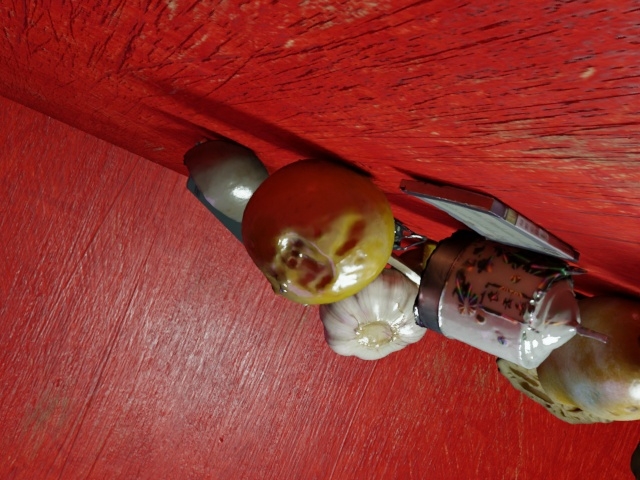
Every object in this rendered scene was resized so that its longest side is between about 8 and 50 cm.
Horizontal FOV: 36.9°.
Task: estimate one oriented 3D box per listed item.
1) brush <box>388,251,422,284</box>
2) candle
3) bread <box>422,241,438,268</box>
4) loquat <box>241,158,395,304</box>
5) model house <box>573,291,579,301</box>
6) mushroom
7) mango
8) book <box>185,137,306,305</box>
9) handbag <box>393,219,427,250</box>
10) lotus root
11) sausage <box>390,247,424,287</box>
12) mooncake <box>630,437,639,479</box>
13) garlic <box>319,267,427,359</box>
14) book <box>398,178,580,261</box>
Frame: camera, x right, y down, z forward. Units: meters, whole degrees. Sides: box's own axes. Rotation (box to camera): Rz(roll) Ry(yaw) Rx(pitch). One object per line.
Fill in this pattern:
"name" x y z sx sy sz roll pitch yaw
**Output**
"brush" 0.164 0.025 2.091 0.327 0.065 0.070 36 -172 -31
"candle" 0.317 0.105 1.522 0.330 0.187 0.187 21 177 35
"bread" 0.293 0.056 2.120 0.149 0.065 0.188 17 175 8
"loquat" -0.002 -0.018 1.452 0.243 0.244 0.244 23 178 1
"model house" 0.567 0.221 1.979 0.244 0.169 0.326 20 176 12
"mushroom" -0.158 -0.118 1.789 0.117 0.141 0.188 -18 144 23
"mango" 0.495 0.209 1.670 0.221 0.199 0.384 51 160 8
"book" -0.131 -0.033 1.998 0.379 0.031 0.264 44 158 4
"handbag" 0.152 -0.015 1.935 0.139 0.072 0.115 6 167 31
"lotus root" 0.605 0.281 2.338 0.316 0.250 0.316 30 169 6
"sausage" 0.231 0.082 2.310 0.120 0.136 0.241 54 180 0
"mooncake" 0.562 0.286 1.297 0.194 0.356 0.356 20 177 5
"garlic" 0.108 0.131 2.193 0.245 0.245 0.253 24 -147 -27
"book" 0.231 -0.028 1.295 0.157 0.026 0.231 16 174 45
